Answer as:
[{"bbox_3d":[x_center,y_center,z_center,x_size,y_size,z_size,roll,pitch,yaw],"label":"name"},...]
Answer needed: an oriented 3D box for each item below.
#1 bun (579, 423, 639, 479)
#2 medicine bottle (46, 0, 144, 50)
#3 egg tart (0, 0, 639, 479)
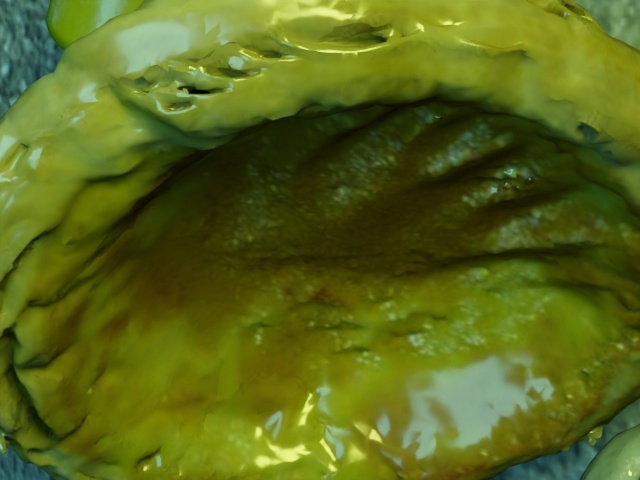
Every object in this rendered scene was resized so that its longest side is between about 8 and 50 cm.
[{"bbox_3d":[0.184,0.172,0.674,0.183,0.102,0.183,2,93,41],"label":"bun"},{"bbox_3d":[-0.089,-0.212,0.849,0.122,0.122,0.212,34,115,33],"label":"medicine bottle"},{"bbox_3d":[0.000,0.000,0.670,0.388,0.388,0.169,-44,41,34],"label":"egg tart"}]
